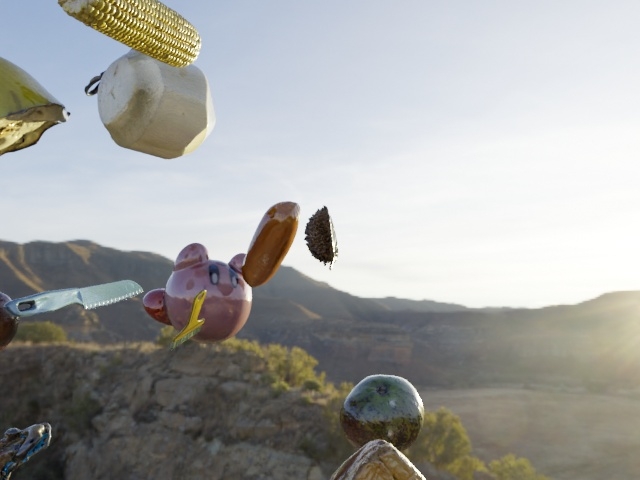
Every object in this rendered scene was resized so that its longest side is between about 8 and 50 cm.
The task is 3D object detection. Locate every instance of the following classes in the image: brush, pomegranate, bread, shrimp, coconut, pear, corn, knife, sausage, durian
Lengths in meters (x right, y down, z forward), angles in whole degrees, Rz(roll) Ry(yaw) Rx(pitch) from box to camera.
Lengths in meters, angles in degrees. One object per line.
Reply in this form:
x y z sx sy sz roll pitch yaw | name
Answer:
-0.266 0.160 1.178 0.083 0.011 0.205 -32 -19 -40 | brush
0.153 0.466 1.426 0.215 0.247 0.214 -1 22 0 | pomegranate
0.153 0.529 1.068 0.167 0.294 0.132 -41 -4 -12 | bread
-0.848 0.622 1.390 0.110 0.446 0.221 44 -6 47 | shrimp
-0.360 -0.309 1.309 0.238 0.237 0.266 -6 -11 37 | coconut
-0.632 -0.271 1.079 0.267 0.178 0.267 -22 9 4 | pear
-0.262 -0.317 0.820 0.081 0.081 0.248 -2 -1 21 | corn
-0.405 0.098 0.974 0.019 0.044 0.313 -23 -4 19 | knife
-0.112 0.008 1.267 0.098 0.098 0.238 7 -50 -32 | sausage
0.000 0.000 1.546 0.092 0.188 0.148 -13 -26 0 | durian

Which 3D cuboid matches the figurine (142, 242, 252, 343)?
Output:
-0.289 0.166 1.445 0.270 0.211 0.261 16 -53 -28 | figurine

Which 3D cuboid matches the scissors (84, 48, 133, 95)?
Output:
-0.559 -0.500 1.591 0.300 0.022 0.109 -33 2 31 | scissors

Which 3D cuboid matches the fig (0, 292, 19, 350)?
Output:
-0.717 0.186 1.089 0.274 0.145 0.170 -25 -6 23 | fig
